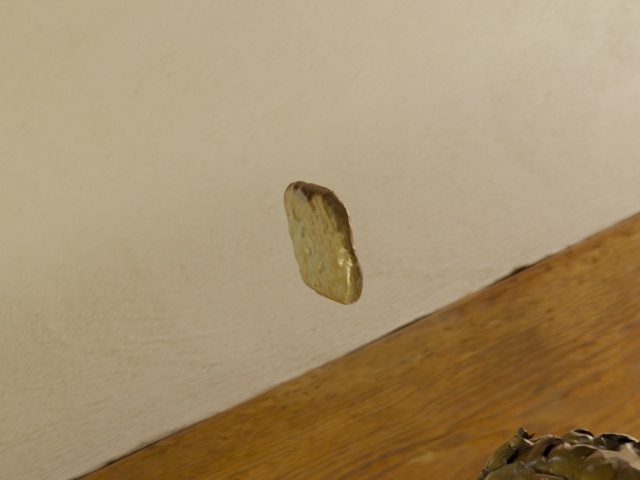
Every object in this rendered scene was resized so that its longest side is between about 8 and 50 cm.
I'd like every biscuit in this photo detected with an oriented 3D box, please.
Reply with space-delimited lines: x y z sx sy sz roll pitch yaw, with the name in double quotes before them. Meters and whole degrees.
"biscuit" 0.000 0.000 0.859 0.018 0.147 0.071 -15 -82 -12

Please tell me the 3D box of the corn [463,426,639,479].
"corn" 0.178 0.136 0.442 0.318 0.115 0.115 15 -113 22
